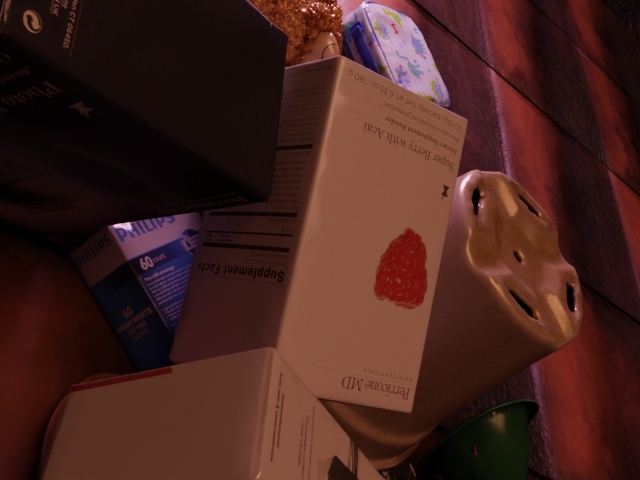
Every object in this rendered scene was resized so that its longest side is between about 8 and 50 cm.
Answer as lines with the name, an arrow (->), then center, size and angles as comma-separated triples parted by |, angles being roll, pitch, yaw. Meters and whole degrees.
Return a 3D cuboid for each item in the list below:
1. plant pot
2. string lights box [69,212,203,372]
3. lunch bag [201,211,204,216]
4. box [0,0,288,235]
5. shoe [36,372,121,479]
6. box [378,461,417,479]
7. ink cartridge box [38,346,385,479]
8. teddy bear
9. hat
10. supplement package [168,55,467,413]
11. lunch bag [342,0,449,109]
plant pot -> 0.132, 0.077, 1.021 | 0.334, 0.305, 0.334 | 29, 44, -33
string lights box -> -0.137, 0.091, 0.893 | 0.133, 0.077, 0.260 | -28, 86, -54
lunch bag -> -0.046, -0.037, 0.956 | 0.151, 0.096, 0.129 | -40, 127, -20
box -> -0.230, -0.139, 0.697 | 0.294, 0.296, 0.183 | 30, 59, -53
shoe -> -0.216, 0.216, 0.738 | 0.076, 0.058, 0.219 | 12, 44, -5
box -> 0.088, 0.320, 1.005 | 0.062, 0.052, 0.083 | 1, 62, -48
ink cartridge box -> -0.069, 0.222, 0.705 | 0.273, 0.197, 0.114 | 57, 29, -41
teddy bear -> -0.085, -0.270, 1.068 | 0.338, 0.113, 0.245 | 33, 75, -47
hat -> 0.234, 0.330, 1.042 | 0.173, 0.208, 0.183 | -6, 51, -30
supplement package -> 0.000, 0.000, 0.807 | 0.177, 0.175, 0.293 | 17, 81, -38
lunch bag -> 0.127, -0.313, 1.485 | 0.176, 0.090, 0.219 | -3, 66, -51
